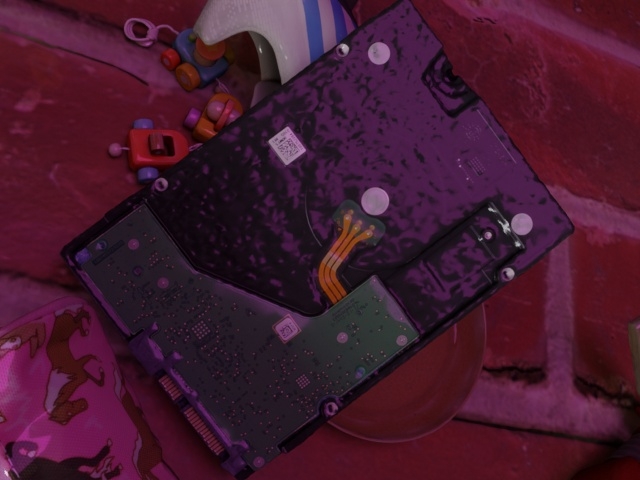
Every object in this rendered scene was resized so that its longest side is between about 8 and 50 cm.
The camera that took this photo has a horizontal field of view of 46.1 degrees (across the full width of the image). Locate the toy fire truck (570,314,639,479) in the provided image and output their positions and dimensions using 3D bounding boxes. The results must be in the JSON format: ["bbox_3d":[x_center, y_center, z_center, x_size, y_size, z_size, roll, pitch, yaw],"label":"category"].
[{"bbox_3d":[0.335,0.215,0.755,0.217,0.158,0.246,-24,74,-30],"label":"toy fire truck"}]

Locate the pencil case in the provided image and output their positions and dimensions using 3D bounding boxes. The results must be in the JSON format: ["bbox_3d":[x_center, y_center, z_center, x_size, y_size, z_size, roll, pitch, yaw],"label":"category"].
[{"bbox_3d":[-0.133,0.226,0.492,0.160,0.167,0.386,-29,87,-41],"label":"pencil case"}]

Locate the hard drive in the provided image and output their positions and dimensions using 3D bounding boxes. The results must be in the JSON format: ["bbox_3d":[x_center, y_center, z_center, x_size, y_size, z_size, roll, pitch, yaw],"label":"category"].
[{"bbox_3d":[0.000,0.000,0.611,0.339,0.064,0.237,-38,92,-3],"label":"hard drive"}]

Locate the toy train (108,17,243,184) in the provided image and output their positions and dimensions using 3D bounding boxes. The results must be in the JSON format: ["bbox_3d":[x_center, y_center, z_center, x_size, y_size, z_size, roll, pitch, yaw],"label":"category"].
[{"bbox_3d":[-0.126,-0.134,0.682,0.125,0.046,0.166,2,74,-26],"label":"toy train"}]

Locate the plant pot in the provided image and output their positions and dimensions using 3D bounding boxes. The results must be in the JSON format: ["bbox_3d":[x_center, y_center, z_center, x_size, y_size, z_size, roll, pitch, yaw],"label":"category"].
[{"bbox_3d":[0.054,0.071,0.715,0.236,0.032,0.236,8,71,-23],"label":"plant pot"}]

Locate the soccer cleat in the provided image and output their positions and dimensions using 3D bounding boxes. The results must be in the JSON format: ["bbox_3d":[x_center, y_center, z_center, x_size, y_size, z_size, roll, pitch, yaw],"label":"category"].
[{"bbox_3d":[0.020,-0.128,0.715,0.143,0.116,0.331,-47,117,-2],"label":"soccer cleat"}]
